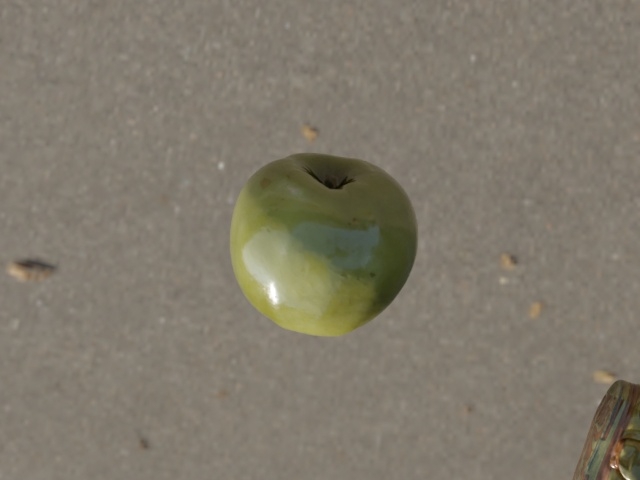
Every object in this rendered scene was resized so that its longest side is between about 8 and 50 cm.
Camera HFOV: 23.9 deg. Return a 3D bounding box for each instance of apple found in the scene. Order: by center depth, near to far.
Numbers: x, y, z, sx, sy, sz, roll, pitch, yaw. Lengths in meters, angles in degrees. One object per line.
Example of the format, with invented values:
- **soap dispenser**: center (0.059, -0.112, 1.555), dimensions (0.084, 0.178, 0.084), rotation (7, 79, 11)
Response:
- **apple**: center (0.000, 0.000, 2.102), dimensions (0.262, 0.262, 0.262), rotation (6, 147, 4)

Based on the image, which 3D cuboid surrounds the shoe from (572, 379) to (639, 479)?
- **shoe**: center (0.220, 0.148, 1.058), dimensions (0.069, 0.109, 0.072), rotation (25, 168, -1)
